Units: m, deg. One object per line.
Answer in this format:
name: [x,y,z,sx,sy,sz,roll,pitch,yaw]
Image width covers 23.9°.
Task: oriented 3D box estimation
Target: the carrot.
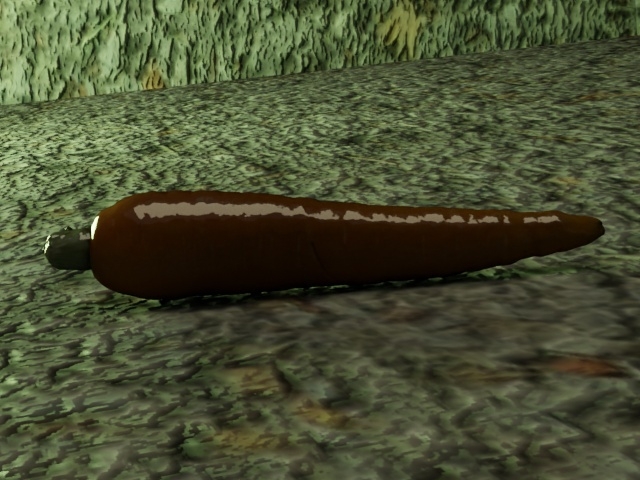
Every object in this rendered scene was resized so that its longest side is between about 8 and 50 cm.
carrot: [0.000,0.000,0.907,0.336,0.069,0.069,-2,10,1]
